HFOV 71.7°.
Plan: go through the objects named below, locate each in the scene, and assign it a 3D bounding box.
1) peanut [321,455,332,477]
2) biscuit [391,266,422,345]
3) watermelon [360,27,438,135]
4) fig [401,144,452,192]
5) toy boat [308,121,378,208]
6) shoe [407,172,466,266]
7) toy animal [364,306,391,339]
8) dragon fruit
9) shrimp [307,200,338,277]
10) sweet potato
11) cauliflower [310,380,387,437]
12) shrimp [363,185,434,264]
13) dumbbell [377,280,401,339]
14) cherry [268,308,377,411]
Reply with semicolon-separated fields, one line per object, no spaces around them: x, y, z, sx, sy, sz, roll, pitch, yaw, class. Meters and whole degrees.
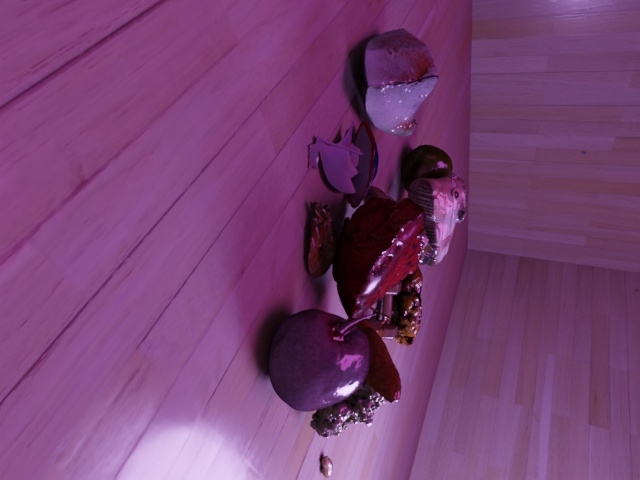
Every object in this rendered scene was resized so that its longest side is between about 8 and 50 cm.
0.020;0.679;1.331;0.037;0.037;0.083;-39;127;-56;peanut
0.321;0.242;1.709;0.289;0.081;0.334;-92;-174;-69;biscuit
0.229;-0.450;1.205;0.320;0.213;0.290;37;62;-49;watermelon
0.387;-0.295;1.710;0.203;0.203;0.235;66;1;-50;fig
0.070;-0.180;1.129;0.318;0.072;0.219;-38;129;-52;toy boat
0.439;-0.074;1.617;0.198;0.172;0.351;-19;124;-22;shoe
0.165;0.320;1.486;0.179;0.089;0.188;-60;153;-5;toy animal
0.169;-0.001;1.089;0.330;0.240;0.302;122;-37;-55;dragon fruit
0.001;0.001;1.052;0.115;0.051;0.217;-55;150;-45;shrimp
0.121;0.271;1.021;0.097;0.252;0.097;-10;119;-18;sweet potato
0.038;0.368;1.117;0.315;0.239;0.256;27;99;-47;cauliflower
0.263;-0.037;1.387;0.110;0.221;0.445;-46;142;7;shrimp
0.244;0.244;1.617;0.092;0.082;0.231;-24;120;-63;dumbbell
-0.005;0.248;0.938;0.266;0.213;0.183;-62;-165;11;cherry
